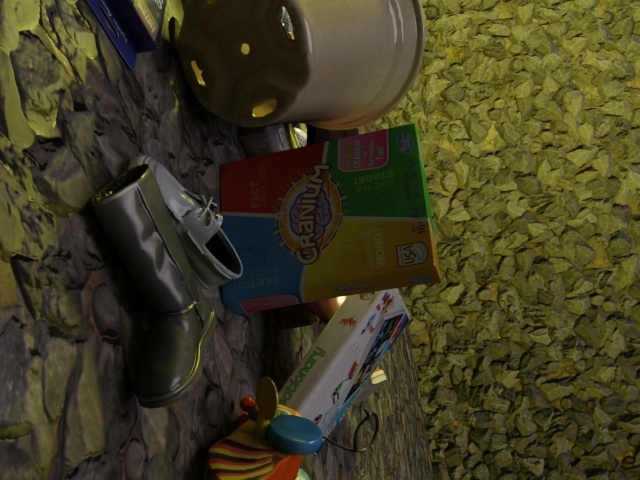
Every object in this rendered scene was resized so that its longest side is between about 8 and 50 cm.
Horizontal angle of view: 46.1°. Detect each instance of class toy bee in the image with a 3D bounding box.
[{"bbox_3d":[-0.073,0.279,1.001,0.298,0.162,0.195,28,83,-59],"label":"toy bee"}]

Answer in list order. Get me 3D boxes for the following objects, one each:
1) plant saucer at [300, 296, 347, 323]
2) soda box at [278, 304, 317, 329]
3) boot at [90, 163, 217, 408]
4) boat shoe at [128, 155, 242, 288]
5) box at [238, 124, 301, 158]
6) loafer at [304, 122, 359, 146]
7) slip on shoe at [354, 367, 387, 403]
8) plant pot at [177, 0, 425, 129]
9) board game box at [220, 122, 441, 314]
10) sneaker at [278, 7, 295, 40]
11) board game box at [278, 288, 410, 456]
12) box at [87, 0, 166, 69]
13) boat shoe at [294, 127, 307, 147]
[{"bbox_3d":[0.000,0.000,1.354,0.332,0.084,0.331,-11,90,-75],"label":"plant saucer"},{"bbox_3d":[-0.054,0.070,1.388,0.061,0.058,0.181,-1,81,-78],"label":"soda box"},{"bbox_3d":[-0.182,0.044,0.795,0.189,0.076,0.208,-84,163,-60],"label":"boot"},{"bbox_3d":[-0.158,-0.024,0.930,0.227,0.081,0.079,66,18,-47],"label":"boat shoe"},{"bbox_3d":[-0.085,-0.170,1.447,0.183,0.056,0.231,-88,162,-47],"label":"box"},{"bbox_3d":[-0.006,-0.273,1.422,0.134,0.130,0.365,-118,-165,-66],"label":"loafer"},{"bbox_3d":[0.055,0.294,1.626,0.101,0.123,0.331,50,10,17],"label":"slip on shoe"},{"bbox_3d":[-0.047,-0.311,1.169,0.305,0.334,0.333,-33,114,-56],"label":"plant pot"},{"bbox_3d":[0.007,-0.031,1.138,0.064,0.317,0.242,55,27,-61],"label":"board game box"},{"bbox_3d":[-0.090,-0.379,1.515,0.112,0.121,0.298,-8,99,-43],"label":"sneaker"},{"bbox_3d":[0.036,0.209,1.269,0.305,0.053,0.193,-54,153,-12],"label":"board game box"},{"bbox_3d":[-0.237,-0.336,0.943,0.136,0.037,0.225,64,21,-51],"label":"box"},{"bbox_3d":[-0.044,-0.155,1.628,0.063,0.066,0.184,-88,172,-48],"label":"boat shoe"}]
